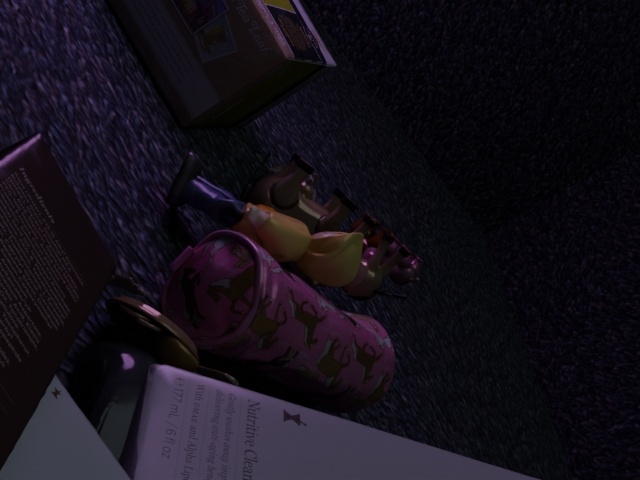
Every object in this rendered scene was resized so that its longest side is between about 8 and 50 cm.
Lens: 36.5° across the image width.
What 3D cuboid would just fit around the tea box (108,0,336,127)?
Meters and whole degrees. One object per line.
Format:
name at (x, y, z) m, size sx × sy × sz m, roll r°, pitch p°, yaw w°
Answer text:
tea box at (-0.175, -0.390, 1.683) m, size 0.329 × 0.220 × 0.323 m, roll 60°, pitch 16°, yaw 2°

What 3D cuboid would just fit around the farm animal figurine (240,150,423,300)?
farm animal figurine at (0.000, 0.000, 1.624) m, size 0.327 × 0.172 × 0.330 m, roll 41°, pitch 4°, yaw 1°

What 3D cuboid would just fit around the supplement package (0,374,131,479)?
supplement package at (-0.233, 0.182, 0.638) m, size 0.105 × 0.179 × 0.105 m, roll 58°, pitch 19°, yaw -13°

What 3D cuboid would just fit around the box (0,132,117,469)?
box at (-0.276, 0.064, 0.618) m, size 0.143 × 0.191 × 0.381 m, roll 62°, pitch 9°, yaw -18°

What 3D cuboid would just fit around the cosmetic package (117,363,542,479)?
cosmetic package at (0.016, 0.268, 0.785) m, size 0.385 × 0.156 × 0.217 m, roll 17°, pitch 29°, yaw -13°

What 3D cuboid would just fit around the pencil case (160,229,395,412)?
pencil case at (-0.045, 0.119, 1.318) m, size 0.386 × 0.167 × 0.160 m, roll 36°, pitch 56°, yaw -53°

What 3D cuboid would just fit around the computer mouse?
computer mouse at (-0.181, 0.198, 0.950) m, size 0.188 × 0.072 × 0.272 m, roll 45°, pitch 22°, yaw -36°

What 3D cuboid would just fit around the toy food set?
toy food set at (-0.186, 0.108, 1.056) m, size 0.192 × 0.132 × 0.038 m, roll 51°, pitch 61°, yaw -33°

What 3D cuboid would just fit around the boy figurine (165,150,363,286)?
boy figurine at (-0.073, -0.024, 1.352) m, size 0.285 × 0.092 × 0.177 m, roll 25°, pitch -2°, yaw 0°
